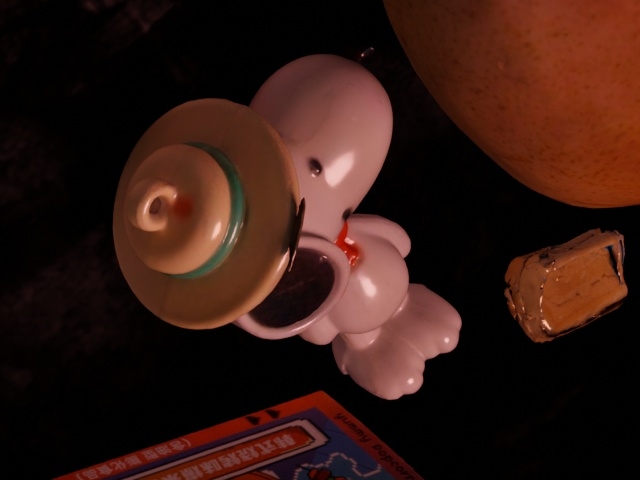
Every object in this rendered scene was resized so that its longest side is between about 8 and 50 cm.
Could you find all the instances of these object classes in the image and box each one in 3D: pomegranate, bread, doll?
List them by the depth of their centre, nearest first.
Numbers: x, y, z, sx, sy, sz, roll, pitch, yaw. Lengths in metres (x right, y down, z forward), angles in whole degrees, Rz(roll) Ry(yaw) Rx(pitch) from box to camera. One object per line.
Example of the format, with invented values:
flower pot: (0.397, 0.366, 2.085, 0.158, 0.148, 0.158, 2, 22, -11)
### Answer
pomegranate: (0.177, -0.182, 0.966, 0.319, 0.319, 0.319, -25, 136, -26)
doll: (-0.010, 0.019, 1.056, 0.208, 0.144, 0.271, -39, 137, -26)
bread: (0.192, 0.035, 1.333, 0.106, 0.053, 0.072, -19, 110, -35)

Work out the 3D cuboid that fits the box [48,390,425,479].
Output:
box: (-0.060, 0.319, 1.121, 0.348, 0.318, 0.257, -15, 132, -33)
